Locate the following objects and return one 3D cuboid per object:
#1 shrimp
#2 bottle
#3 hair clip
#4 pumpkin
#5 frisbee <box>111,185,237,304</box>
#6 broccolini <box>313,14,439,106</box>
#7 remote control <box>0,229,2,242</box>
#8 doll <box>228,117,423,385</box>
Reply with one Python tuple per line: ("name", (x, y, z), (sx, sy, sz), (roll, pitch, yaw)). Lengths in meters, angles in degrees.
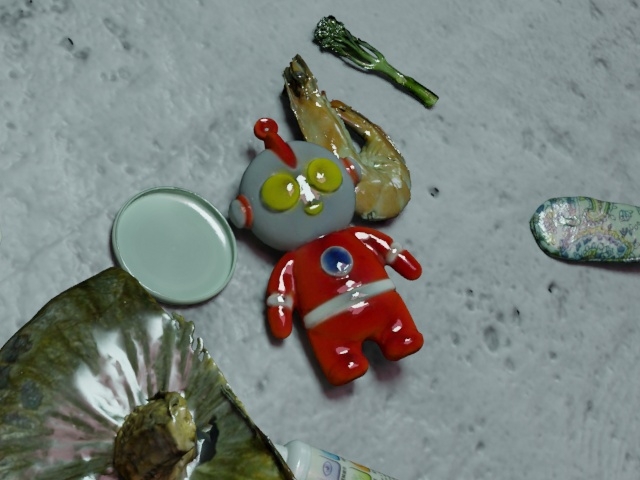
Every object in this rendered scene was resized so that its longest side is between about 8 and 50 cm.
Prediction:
("shrimp", (0.023, -0.097, 1.246), (0.099, 0.041, 0.180), (-26, 77, -35))
("bottle", (-0.004, 0.192, 1.067), (0.217, 0.060, 0.060), (25, 56, -13))
("hair clip", (0.314, -0.005, 1.344), (0.229, 0.036, 0.066), (6, 68, -24))
("pumpkin", (-0.133, 0.185, 0.877), (0.232, 0.242, 0.325), (-33, 58, -21))
("frisbee", (-0.122, 0.004, 1.136), (0.110, 0.014, 0.110), (12, 59, -21))
("broccolini", (0.055, -0.174, 1.317), (0.140, 0.030, 0.035), (31, 19, -14))
("remote control", (-0.336, -0.037, 1.042), (0.190, 0.029, 0.087), (43, 54, 0))
("doll", (0.000, 0.000, 1.161), (0.142, 0.076, 0.245), (-21, 79, -16))
